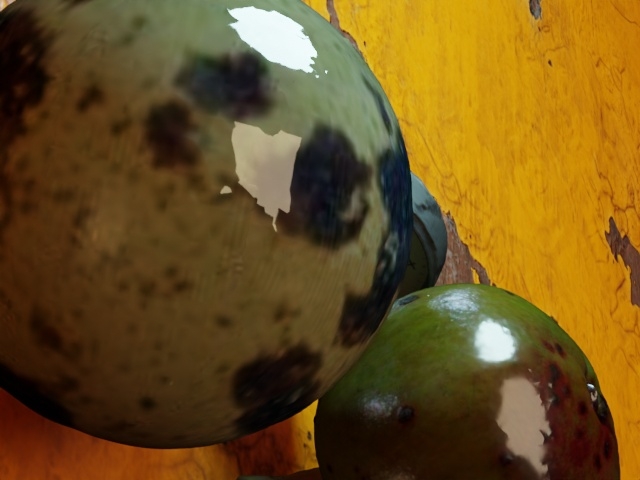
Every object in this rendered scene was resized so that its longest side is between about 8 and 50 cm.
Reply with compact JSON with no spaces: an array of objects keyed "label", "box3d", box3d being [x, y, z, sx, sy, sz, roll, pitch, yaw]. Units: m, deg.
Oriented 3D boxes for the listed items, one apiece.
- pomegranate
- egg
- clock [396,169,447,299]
[{"label":"pomegranate","box3d":[0.105,0.188,1.465,0.291,0.323,0.290,22,56,-38]},{"label":"egg","box3d":[-0.103,-0.021,1.211,0.428,0.345,0.345,47,32,-74]},{"label":"clock","box3d":[0.000,0.000,1.497,0.226,0.226,0.049,52,37,-32]}]
